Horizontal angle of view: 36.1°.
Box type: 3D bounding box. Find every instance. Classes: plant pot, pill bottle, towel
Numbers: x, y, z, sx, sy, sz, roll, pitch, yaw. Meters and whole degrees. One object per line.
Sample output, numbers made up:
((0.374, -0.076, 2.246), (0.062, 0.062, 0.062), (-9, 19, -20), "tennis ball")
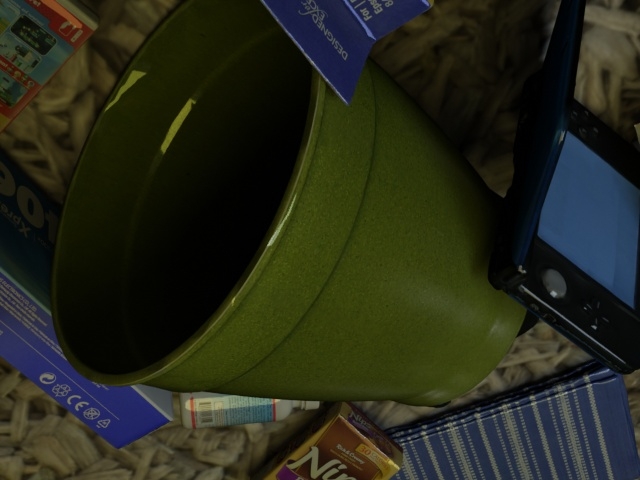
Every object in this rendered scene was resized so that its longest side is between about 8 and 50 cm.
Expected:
((0.000, 0.000, 0.912), (0.353, 0.366, 0.366), (26, 118, -37), "plant pot")
((-0.084, 0.170, 1.147), (0.160, 0.087, 0.087), (-4, 125, -6), "pill bottle")
((0.257, 0.289, 1.321), (0.336, 0.040, 0.243), (-19, 127, 7), "towel")

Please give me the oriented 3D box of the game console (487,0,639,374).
((0.256, -0.076, 0.874), (0.250, 0.293, 0.173), (35, 137, -16), "game console")

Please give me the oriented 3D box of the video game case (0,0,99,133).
((-0.374, -0.168, 0.906), (0.285, 0.025, 0.204), (-41, 120, 19), "video game case")

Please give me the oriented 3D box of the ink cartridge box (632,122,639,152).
((0.376, -0.097, 1.068), (0.062, 0.029, 0.115), (-22, 124, 8), "ink cartridge box")

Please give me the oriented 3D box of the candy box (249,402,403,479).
((0.003, 0.297, 1.251), (0.109, 0.053, 0.187), (42, 109, -7), "candy box")

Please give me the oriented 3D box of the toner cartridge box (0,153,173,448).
((-0.277, 0.045, 0.965), (0.075, 0.165, 0.348), (-29, 130, 11), "toner cartridge box")

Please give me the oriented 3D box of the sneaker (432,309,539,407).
((0.162, 0.136, 1.140), (0.216, 0.121, 0.079), (-14, 126, 1), "sneaker")

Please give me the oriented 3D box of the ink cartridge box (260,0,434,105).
((-0.009, -0.307, 0.698), (0.072, 0.307, 0.303), (-19, 129, 33), "ink cartridge box")
